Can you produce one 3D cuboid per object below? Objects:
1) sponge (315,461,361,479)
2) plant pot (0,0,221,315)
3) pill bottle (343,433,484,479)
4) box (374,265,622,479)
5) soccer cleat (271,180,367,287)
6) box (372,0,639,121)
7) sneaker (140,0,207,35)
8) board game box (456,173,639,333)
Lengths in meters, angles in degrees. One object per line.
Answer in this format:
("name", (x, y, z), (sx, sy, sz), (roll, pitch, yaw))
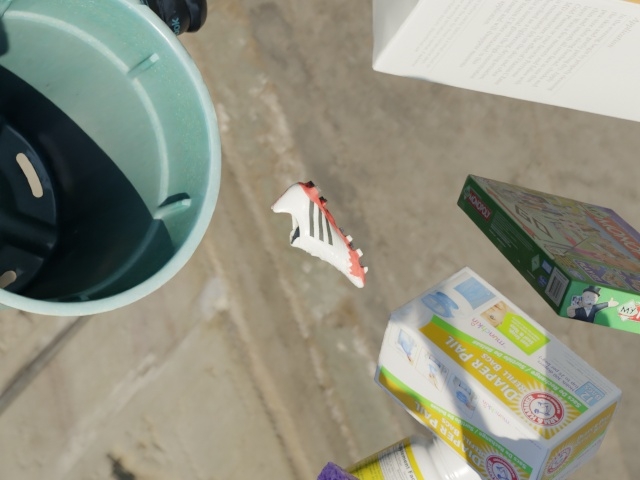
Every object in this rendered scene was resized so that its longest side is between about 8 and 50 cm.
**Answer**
("sponge", (0.090, 0.293, 1.254), (0.210, 0.031, 0.117), (38, -178, -34))
("plant pot", (-0.328, -0.068, 1.356), (0.341, 0.341, 0.334), (50, 149, -13))
("pill bottle", (0.111, 0.334, 1.759), (0.208, 0.119, 0.119), (-28, 114, 7))
("box", (0.165, 0.139, 1.243), (0.203, 0.114, 0.103), (40, 141, 27))
("soccer cleat", (0.000, 0.000, 0.850), (0.083, 0.035, 0.029), (57, 176, -18))
("box", (0.232, -0.244, 1.124), (0.345, 0.215, 0.168), (8, 155, -17))
("sneaker", (-0.246, -0.348, 1.561), (0.267, 0.106, 0.101), (52, 152, 11))
("board game box", (0.308, 0.019, 1.504), (0.213, 0.317, 0.046), (12, 109, -20))
